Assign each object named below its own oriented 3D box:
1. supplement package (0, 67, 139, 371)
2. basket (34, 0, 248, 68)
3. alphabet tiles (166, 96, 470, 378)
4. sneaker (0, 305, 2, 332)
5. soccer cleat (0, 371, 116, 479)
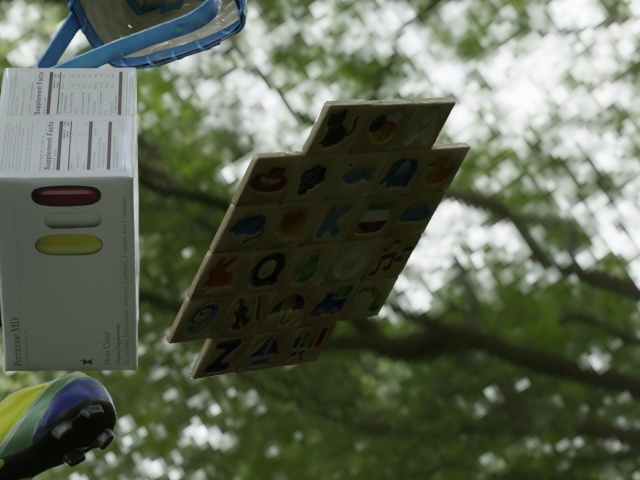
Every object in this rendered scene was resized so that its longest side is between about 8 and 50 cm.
[{"bbox_3d":[-0.267,-0.021,2.059,0.145,0.204,0.262,0,-52,-4],"label":"supplement package"},{"bbox_3d":[-0.222,-0.310,2.450,0.254,0.289,0.201,-17,-56,21],"label":"basket"},{"bbox_3d":[0.000,0.000,1.883,0.285,0.011,0.342,-6,-46,-43],"label":"alphabet tiles"},{"bbox_3d":[-0.410,0.085,2.268,0.302,0.121,0.108,-6,0,-16],"label":"sneaker"},{"bbox_3d":[-0.376,0.240,2.230,0.289,0.121,0.093,-24,-53,-17],"label":"soccer cleat"}]
